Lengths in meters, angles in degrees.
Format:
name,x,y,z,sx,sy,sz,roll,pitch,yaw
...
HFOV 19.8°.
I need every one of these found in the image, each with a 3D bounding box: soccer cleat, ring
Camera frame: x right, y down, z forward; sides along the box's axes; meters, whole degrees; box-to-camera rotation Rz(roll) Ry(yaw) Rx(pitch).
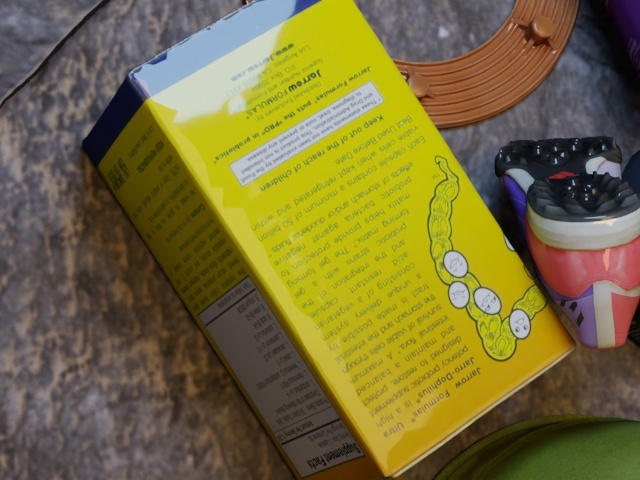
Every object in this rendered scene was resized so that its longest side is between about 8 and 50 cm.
name,x,y,z,sx,sy,sz,roll,pitch,yaw
soccer cleat,0.203,-0.011,1.490,0.108,0.318,0.116,-6,105,2
ring,0.083,-0.264,1.627,0.336,0.032,0.337,4,76,-16

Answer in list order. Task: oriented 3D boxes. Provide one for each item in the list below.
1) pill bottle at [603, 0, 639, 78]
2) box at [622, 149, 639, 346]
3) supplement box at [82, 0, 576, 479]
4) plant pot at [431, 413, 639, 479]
name,x,y,z,sx,sy,sz,roll,pitch,yaw
pill bottle,0.320,-0.269,1.606,0.181,0.181,0.323,-14,70,-21
box,0.338,0.028,1.599,0.207,0.108,0.153,35,70,-8
supplement box,0.000,0.000,1.449,0.195,0.194,0.356,-32,89,-22
plant pot,0.275,0.291,1.383,0.366,0.353,0.366,4,76,-17
